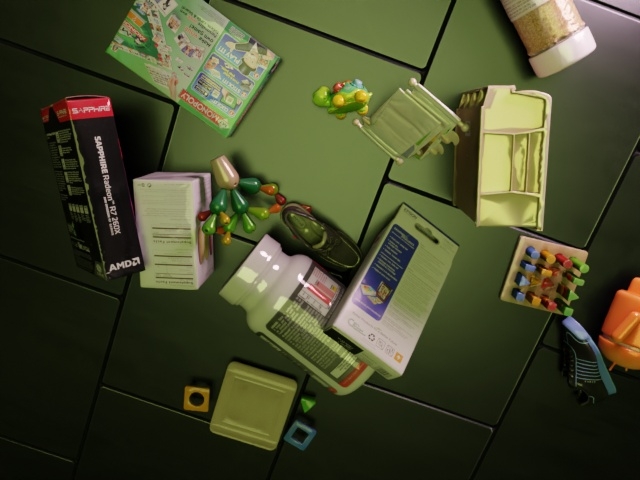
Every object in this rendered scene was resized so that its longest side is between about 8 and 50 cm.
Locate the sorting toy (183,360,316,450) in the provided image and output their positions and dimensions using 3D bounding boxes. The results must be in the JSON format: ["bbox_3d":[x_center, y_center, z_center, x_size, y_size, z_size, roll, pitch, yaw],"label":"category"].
[{"bbox_3d":[-0.172,0.416,1.347,0.348,0.047,0.195,18,99,-2],"label":"sorting toy"}]

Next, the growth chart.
[{"bbox_3d":[0.184,-0.235,1.105,0.172,0.237,0.021,43,62,-12],"label":"growth chart"}]

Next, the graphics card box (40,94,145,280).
[{"bbox_3d":[-0.495,-0.112,1.144,0.094,0.233,0.370,-16,105,-37],"label":"graphics card box"}]

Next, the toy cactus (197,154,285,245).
[{"bbox_3d":[-0.188,-0.100,1.166,0.219,0.112,0.180,-32,108,-26],"label":"toy cactus"}]

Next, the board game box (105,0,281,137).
[{"bbox_3d":[-0.276,-0.404,1.155,0.317,0.046,0.213,36,103,-6],"label":"board game box"}]

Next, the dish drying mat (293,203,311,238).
[{"bbox_3d":[-0.043,-0.043,1.249,0.032,0.008,0.083,10,103,-1],"label":"dish drying mat"}]

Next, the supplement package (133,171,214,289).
[{"bbox_3d":[-0.327,-0.026,1.200,0.134,0.139,0.243,2,105,4],"label":"supplement package"}]

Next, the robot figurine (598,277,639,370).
[{"bbox_3d":[0.715,0.197,1.203,0.128,0.158,0.219,18,98,9],"label":"robot figurine"}]

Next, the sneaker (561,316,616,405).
[{"bbox_3d":[0.616,0.294,1.260,0.091,0.081,0.232,-30,101,4],"label":"sneaker"}]

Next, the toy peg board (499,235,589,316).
[{"bbox_3d":[0.523,0.090,1.217,0.161,0.079,0.161,14,103,-1],"label":"toy peg board"}]

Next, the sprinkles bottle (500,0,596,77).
[{"bbox_3d":[0.417,-0.511,1.057,0.121,0.121,0.355,-30,100,9],"label":"sprinkles bottle"}]

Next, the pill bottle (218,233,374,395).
[{"bbox_3d":[-0.034,0.163,1.194,0.363,0.210,0.210,39,102,-7],"label":"pill bottle"}]

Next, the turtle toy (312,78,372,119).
[{"bbox_3d":[0.047,-0.309,1.146,0.130,0.095,0.066,-9,81,4],"label":"turtle toy"}]

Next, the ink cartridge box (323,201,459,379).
[{"bbox_3d":[0.166,0.099,1.158,0.176,0.069,0.370,37,59,-6],"label":"ink cartridge box"}]

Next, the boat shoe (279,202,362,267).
[{"bbox_3d":[0.000,-0.001,1.219,0.224,0.073,0.080,37,103,-10],"label":"boat shoe"}]

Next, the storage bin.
[{"bbox_3d":[0.354,-0.173,1.070,0.123,0.262,0.260,0,103,5],"label":"storage bin"}]
